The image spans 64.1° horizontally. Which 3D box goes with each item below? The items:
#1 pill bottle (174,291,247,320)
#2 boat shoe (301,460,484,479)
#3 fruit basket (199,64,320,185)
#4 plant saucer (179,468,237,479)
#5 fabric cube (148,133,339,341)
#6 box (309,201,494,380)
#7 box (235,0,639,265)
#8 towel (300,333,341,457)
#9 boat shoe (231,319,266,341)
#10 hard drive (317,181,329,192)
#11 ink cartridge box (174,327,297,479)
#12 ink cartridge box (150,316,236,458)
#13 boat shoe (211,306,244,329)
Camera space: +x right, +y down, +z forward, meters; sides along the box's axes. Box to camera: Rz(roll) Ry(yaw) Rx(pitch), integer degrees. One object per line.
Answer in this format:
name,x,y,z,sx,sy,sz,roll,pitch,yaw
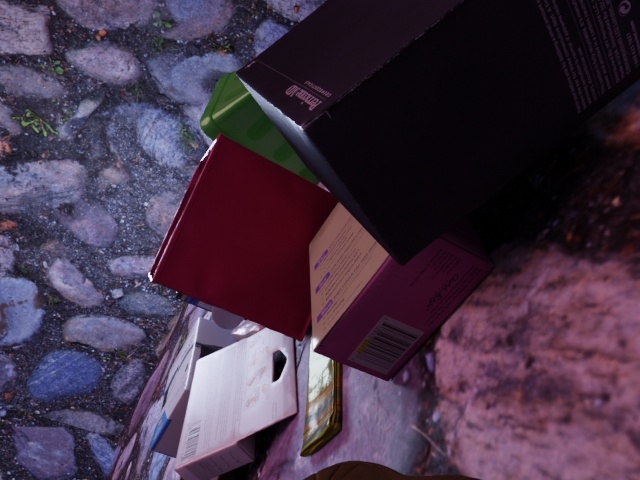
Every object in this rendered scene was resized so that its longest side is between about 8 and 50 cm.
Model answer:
pill bottle,-0.285,0.144,1.435,0.123,0.219,0.123,-54,21,31
boat shoe,0.079,0.266,0.419,0.341,0.121,0.110,-33,73,65
fruit basket,-0.145,-0.213,1.277,0.392,0.392,0.283,-49,23,42
plant saucer,-0.241,0.502,1.100,0.311,0.050,0.311,-55,19,29
fabric cube,-0.133,0.000,0.919,0.254,0.258,0.259,-68,18,-8
box,0.088,0.019,0.693,0.214,0.117,0.243,-56,20,27
box,0.101,-0.194,0.582,0.312,0.179,0.343,-37,30,2
towel,0.000,0.220,0.831,0.102,0.021,0.237,-52,21,34
boat shoe,-0.164,0.216,1.255,0.063,0.066,0.184,-58,10,-30
hard drive,0.000,0.000,1.070,0.237,0.064,0.339,-46,24,45
ink cartridge box,-0.149,0.308,1.034,0.261,0.066,0.296,-27,27,10
ink cartridge box,-0.333,0.392,1.384,0.223,0.129,0.307,-59,18,20
boat shoe,-0.151,0.111,1.285,0.306,0.113,0.105,-47,3,29
